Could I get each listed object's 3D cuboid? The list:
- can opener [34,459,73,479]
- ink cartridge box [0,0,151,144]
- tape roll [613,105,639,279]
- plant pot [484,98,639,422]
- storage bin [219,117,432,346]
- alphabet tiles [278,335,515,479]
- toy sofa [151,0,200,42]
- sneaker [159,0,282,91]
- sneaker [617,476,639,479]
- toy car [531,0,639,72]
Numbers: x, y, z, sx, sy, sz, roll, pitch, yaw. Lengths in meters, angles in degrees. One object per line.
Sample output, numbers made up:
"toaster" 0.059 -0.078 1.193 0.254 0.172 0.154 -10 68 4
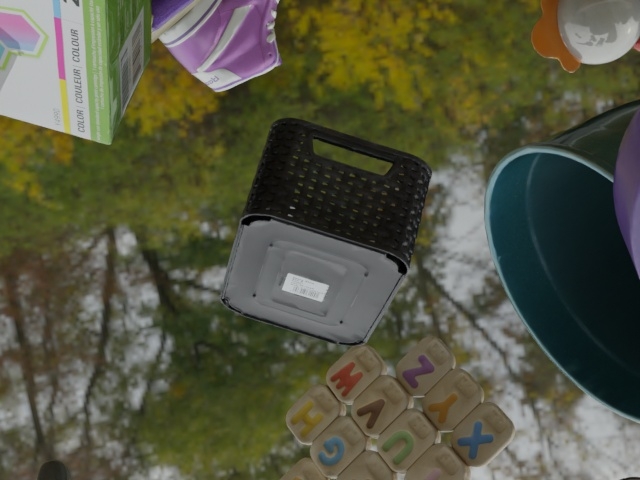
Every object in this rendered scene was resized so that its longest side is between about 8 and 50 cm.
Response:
"can opener" -0.267 0.369 1.225 0.074 0.280 0.093 -15 158 -5
"ink cartridge box" -0.253 -0.189 0.839 0.255 0.189 0.097 15 -125 3
"tape roll" 0.274 -0.024 0.713 0.189 0.189 0.080 -8 -160 8
"plant pot" 0.329 -0.018 1.066 0.255 0.272 0.271 -31 -161 -22
"storage bin" 0.000 0.000 0.901 0.122 0.084 0.180 17 152 -3
"alphabet tiles" 0.076 0.253 1.373 0.278 0.021 0.284 -45 -127 7
"toy sofa" -0.097 -0.349 1.137 0.362 0.150 0.177 -44 -179 -18
"sneaker" -0.088 -0.327 1.644 0.282 0.161 0.102 -51 -152 -12
"sneaker" 0.273 0.264 0.801 0.228 0.086 0.132 29 -147 13
"toy car" 0.342 -0.299 1.426 0.238 0.210 0.219 -28 -164 -22
